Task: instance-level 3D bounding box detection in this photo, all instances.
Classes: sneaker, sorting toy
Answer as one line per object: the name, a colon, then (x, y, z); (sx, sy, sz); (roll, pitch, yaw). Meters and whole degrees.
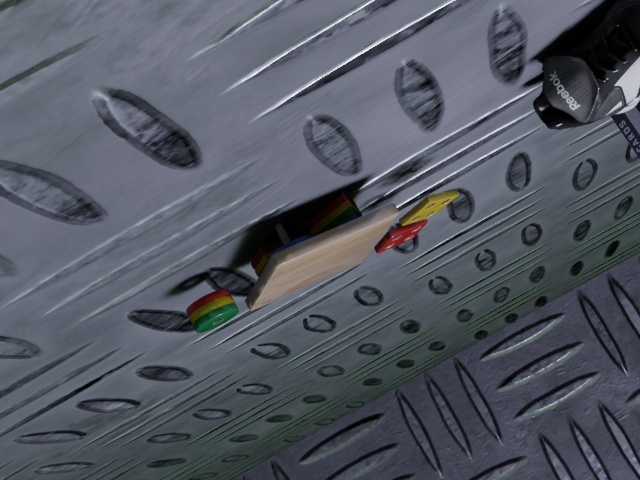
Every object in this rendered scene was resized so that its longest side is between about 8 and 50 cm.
sneaker: (0.246, -0.150, 1.141); (0.106, 0.078, 0.234); (-28, 170, -15)
sorting toy: (0.000, 0.000, 1.276); (0.275, 0.046, 0.132); (-23, 166, -22)

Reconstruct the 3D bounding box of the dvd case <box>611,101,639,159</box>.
dvd case: (0.442, -0.121, 1.446); (0.239, 0.179, 0.029); (-22, 162, -27)
